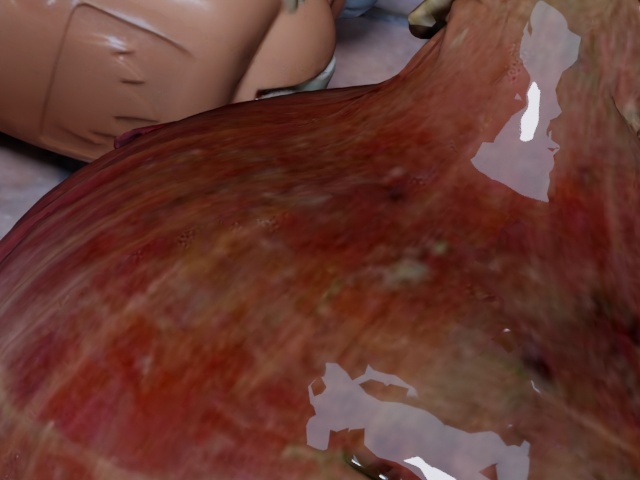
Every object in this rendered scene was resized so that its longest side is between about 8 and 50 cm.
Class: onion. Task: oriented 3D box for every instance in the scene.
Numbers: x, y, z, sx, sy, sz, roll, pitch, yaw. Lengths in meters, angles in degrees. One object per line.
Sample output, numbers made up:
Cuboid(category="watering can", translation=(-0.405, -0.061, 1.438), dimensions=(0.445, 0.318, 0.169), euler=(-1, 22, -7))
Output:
Cuboid(category="onion", translation=(0.043, 0.097, 0.610), dimensions=(0.354, 0.353, 0.353), euler=(5, 45, -5))

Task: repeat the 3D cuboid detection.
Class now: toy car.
Cuboid(category="toy car", translation=(-0.074, -0.151, 0.904), dimensions=(0.212, 0.180, 0.270), euler=(27, 47, 1))
